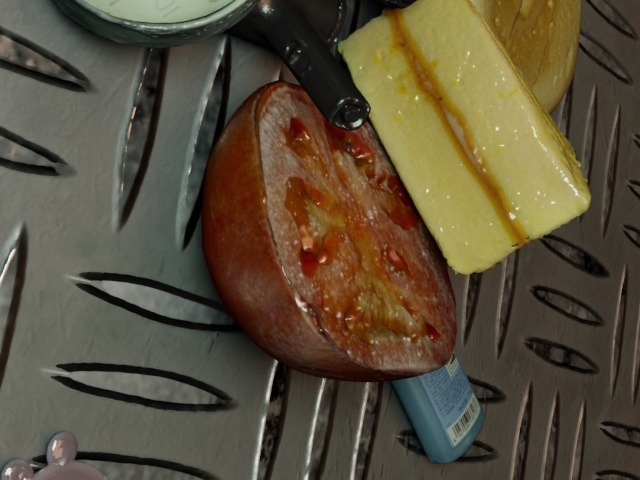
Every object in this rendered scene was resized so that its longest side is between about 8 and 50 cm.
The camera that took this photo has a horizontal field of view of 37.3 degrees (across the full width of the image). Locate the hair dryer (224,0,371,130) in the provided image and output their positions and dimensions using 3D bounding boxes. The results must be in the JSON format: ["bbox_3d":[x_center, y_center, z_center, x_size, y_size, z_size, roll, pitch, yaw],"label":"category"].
[{"bbox_3d":[-0.027,-0.193,0.901,0.197,0.251,0.089,12,123,-44],"label":"hair dryer"}]

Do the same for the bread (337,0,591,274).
[{"bbox_3d":[0.140,-0.119,0.989,0.264,0.168,0.163,50,21,-19],"label":"bread"}]

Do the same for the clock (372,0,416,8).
[{"bbox_3d":[0.017,-0.322,0.964,0.195,0.194,0.100,36,92,-30],"label":"clock"}]

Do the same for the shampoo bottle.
[{"bbox_3d":[0.122,0.145,1.153,0.104,0.061,0.258,-45,120,-36],"label":"shampoo bottle"}]

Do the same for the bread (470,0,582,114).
[{"bbox_3d":[0.200,-0.276,1.171,0.333,0.160,0.332,-1,92,-45],"label":"bread"}]

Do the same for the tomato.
[{"bbox_3d":[-0.008,0.009,0.945,0.338,0.144,0.338,41,35,-38],"label":"tomato"}]

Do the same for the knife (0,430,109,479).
[{"bbox_3d":[-0.312,0.299,0.721,0.399,0.038,0.132,-35,111,-40],"label":"knife"}]

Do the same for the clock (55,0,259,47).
[{"bbox_3d":[-0.141,-0.279,0.813,0.226,0.049,0.226,2,82,-10],"label":"clock"}]
